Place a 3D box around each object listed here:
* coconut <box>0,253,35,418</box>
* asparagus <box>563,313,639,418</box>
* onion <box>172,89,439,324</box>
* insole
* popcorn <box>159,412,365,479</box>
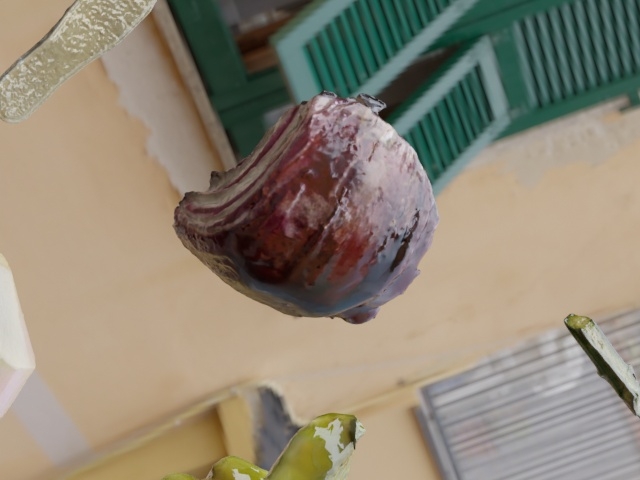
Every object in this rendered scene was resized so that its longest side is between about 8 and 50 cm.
[{"bbox_3d":[-0.466,0.109,1.510,0.259,0.259,0.259,-20,90,-88],"label":"coconut"},{"bbox_3d":[0.247,0.106,1.083,0.108,0.025,0.021,54,-30,-2],"label":"asparagus"},{"bbox_3d":[0.000,0.000,1.472,0.280,0.314,0.146,39,28,-18],"label":"onion"},{"bbox_3d":[-0.274,-0.226,1.437,0.011,0.248,0.081,37,-12,40],"label":"insole"},{"bbox_3d":[-0.085,0.318,1.061,0.325,0.290,0.321,-103,-175,-80],"label":"popcorn"}]
